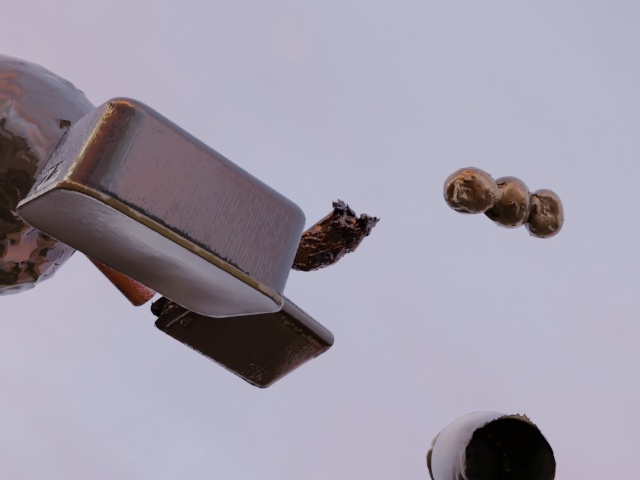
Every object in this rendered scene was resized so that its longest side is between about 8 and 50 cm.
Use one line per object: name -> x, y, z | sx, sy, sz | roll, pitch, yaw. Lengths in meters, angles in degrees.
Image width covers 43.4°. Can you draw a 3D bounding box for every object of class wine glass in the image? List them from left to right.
wine glass -> 0.176, 0.237, 0.851 | 0.111, 0.111, 0.204 | 43, -11, 9

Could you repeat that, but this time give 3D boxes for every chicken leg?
chicken leg -> 0.000, 0.000, 1.498 | 0.234, 0.063, 0.105 | -31, -90, 2

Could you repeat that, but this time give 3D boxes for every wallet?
wallet -> -0.077, 0.089, 0.836 | 0.110, 0.198, 0.031 | -33, -131, 13

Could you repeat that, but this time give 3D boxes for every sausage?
sausage -> -0.427, 0.034, 1.628 | 0.071, 0.071, 0.234 | -9, -50, 40

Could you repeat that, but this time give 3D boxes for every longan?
longan -> -0.518, -0.100, 1.251 | 0.391, 0.391, 0.391 | 18, -56, 28

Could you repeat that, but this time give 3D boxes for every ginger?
ginger -> 0.286, -0.059, 1.236 | 0.204, 0.104, 0.080 | 15, -93, -11

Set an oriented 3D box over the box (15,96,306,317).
box -> -0.121, -0.021, 0.648 | 0.201, 0.090, 0.144 | 33, -25, -27
